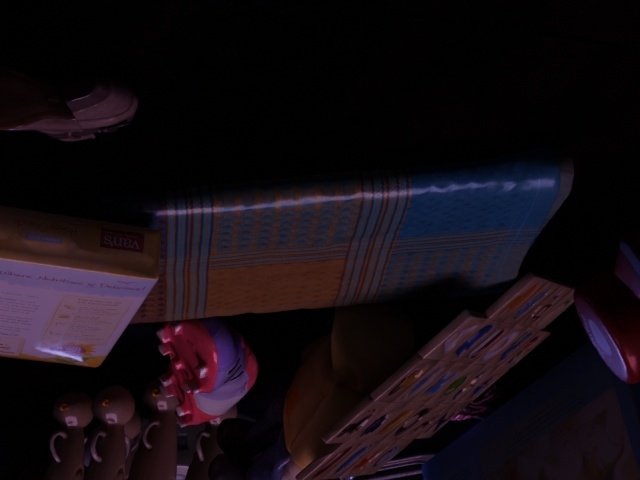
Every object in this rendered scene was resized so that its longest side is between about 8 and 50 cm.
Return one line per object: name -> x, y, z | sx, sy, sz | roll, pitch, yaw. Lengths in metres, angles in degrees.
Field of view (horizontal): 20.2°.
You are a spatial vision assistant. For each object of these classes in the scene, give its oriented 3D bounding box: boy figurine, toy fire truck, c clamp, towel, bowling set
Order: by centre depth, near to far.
towel -> 0.000, 0.000, 1.462 | 0.370, 0.040, 0.271 | -5, 159, -9
toy fire truck -> 0.359, 0.123, 1.620 | 0.169, 0.302, 0.254 | -31, 158, -5
boy figurine -> -0.007, 0.157, 1.730 | 0.092, 0.177, 0.285 | 26, 136, -14
bowling set -> -0.225, 0.208, 1.837 | 0.200, 0.154, 0.287 | 3, 168, 21
c clamp -> 0.102, 0.314, 2.432 | 0.161, 0.022, 0.137 | -8, 161, -8

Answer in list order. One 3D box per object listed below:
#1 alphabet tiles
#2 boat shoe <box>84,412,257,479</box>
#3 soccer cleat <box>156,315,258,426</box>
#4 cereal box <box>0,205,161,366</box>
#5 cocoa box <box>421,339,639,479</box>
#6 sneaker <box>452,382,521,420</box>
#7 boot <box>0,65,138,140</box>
alphabet tiles -> 0.118, 0.132, 1.694 | 0.285, 0.011, 0.342 | -42, 164, 11
boat shoe -> -0.158, 0.232, 2.001 | 0.228, 0.079, 0.081 | 5, 166, -25
soccer cleat -> -0.097, 0.109, 1.679 | 0.095, 0.083, 0.248 | -27, 164, -17
cereal box -> -0.231, 0.037, 1.385 | 0.173, 0.047, 0.240 | 9, 157, -16
cocoa box -> 0.318, 0.292, 2.032 | 0.228, 0.231, 0.347 | 16, 137, -33
sneaker -> 0.196, 0.182, 2.078 | 0.119, 0.047, 0.057 | 2, 146, -34
boot -> -0.175, -0.081, 1.136 | 0.118, 0.042, 0.087 | -4, 169, 5
